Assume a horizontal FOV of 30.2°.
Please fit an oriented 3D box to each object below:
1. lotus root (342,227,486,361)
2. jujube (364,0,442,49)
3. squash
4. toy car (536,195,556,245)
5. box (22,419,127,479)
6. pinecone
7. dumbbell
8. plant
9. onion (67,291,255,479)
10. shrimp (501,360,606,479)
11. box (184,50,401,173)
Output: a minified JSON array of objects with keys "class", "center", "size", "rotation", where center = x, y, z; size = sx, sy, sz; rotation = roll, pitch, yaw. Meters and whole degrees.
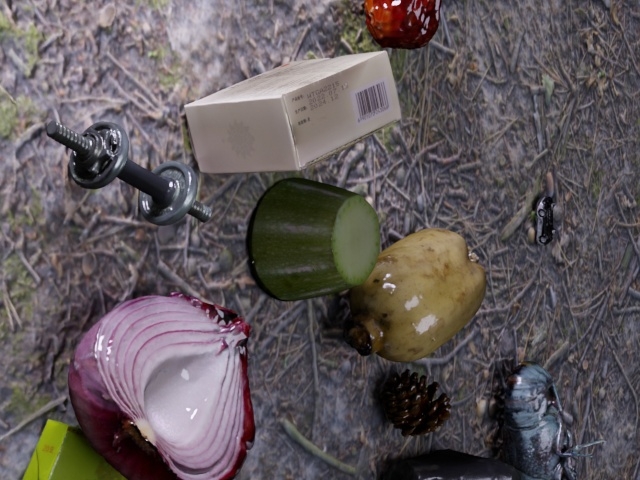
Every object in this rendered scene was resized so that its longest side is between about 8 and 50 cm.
[{"class":"lotus root","center":[0.136,0.080,1.716],"size":[0.284,0.160,0.146],"rotation":[-32,159,-39]},{"class":"jujube","center":[0.116,-0.355,1.651],"size":[0.112,0.109,0.176],"rotation":[-41,131,-84]},{"class":"squash","center":[0.000,0.000,1.561],"size":[0.170,0.123,0.170],"rotation":[-2,92,-55]},{"class":"toy car","center":[0.402,-0.036,2.126],"size":[0.041,0.025,0.093],"rotation":[-31,122,-47]},{"class":"box","center":[-0.291,0.384,1.308],"size":[0.187,0.047,0.335],"rotation":[38,65,-47]},{"class":"pinecone","center":[0.139,0.248,1.789],"size":[0.109,0.102,0.102],"rotation":[34,69,-29]},{"class":"dumbbell","center":[-0.205,-0.072,1.312],"size":[0.254,0.082,0.081],"rotation":[31,72,-50]},{"class":"plant","center":[0.214,0.405,1.861],"size":[0.256,0.164,0.141],"rotation":[8,86,-37]},{"class":"onion","center":[-0.170,0.169,1.350],"size":[0.227,0.120,0.283],"rotation":[57,33,-4]},{"class":"shrimp","center":[0.406,0.389,2.087],"size":[0.137,0.172,0.372],"rotation":[-37,116,-49]},{"class":"box","center":[-0.033,-0.157,1.446],"size":[0.212,0.168,0.095],"rotation":[-30,115,-45]}]
